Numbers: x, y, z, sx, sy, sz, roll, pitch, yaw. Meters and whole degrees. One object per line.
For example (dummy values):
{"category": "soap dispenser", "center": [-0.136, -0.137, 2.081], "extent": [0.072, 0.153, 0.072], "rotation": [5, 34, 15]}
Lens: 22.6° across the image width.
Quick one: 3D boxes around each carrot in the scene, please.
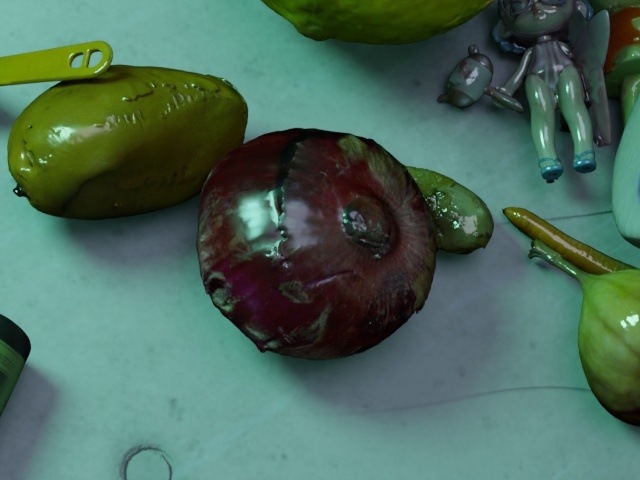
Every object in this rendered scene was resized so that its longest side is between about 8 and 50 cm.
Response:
{"category": "carrot", "center": [0.277, 0.014, 1.720], "extent": [0.190, 0.037, 0.037], "rotation": [29, 64, 3]}

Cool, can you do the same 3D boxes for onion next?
{"category": "onion", "center": [0.000, 0.000, 1.577], "extent": [0.246, 0.190, 0.246], "rotation": [11, 68, -28]}

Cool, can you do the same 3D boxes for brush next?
{"category": "brush", "center": [-0.320, -0.165, 1.580], "extent": [0.272, 0.013, 0.103], "rotation": [-4, 63, 25]}

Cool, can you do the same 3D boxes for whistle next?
{"category": "whistle", "center": [0.364, -0.218, 1.801], "extent": [0.131, 0.106, 0.288], "rotation": [4, 66, -5]}

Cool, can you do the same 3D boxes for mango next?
{"category": "mango", "center": [-0.189, -0.102, 1.586], "extent": [0.249, 0.156, 0.151], "rotation": [-13, 86, -22]}

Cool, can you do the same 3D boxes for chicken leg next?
{"category": "chicken leg", "center": [0.101, -0.043, 1.691], "extent": [0.178, 0.070, 0.093], "rotation": [41, 70, 14]}

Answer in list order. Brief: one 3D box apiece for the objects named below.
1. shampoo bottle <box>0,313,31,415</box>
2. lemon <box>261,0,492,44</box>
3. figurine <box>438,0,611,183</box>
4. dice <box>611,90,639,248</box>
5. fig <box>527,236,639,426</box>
{"category": "shampoo bottle", "center": [-0.362, 0.195, 1.455], "extent": [0.101, 0.101, 0.284], "rotation": [23, 64, -3]}
{"category": "lemon", "center": [0.048, -0.379, 1.668], "extent": [0.350, 0.350, 0.387], "rotation": [-17, 39, -19]}
{"category": "figurine", "center": [0.235, -0.183, 1.773], "extent": [0.205, 0.103, 0.260], "rotation": [-15, 69, 19]}
{"category": "dice", "center": [0.464, -0.078, 1.646], "extent": [0.259, 0.243, 0.251], "rotation": [20, 88, -16]}
{"category": "fig", "center": [0.305, 0.080, 1.637], "extent": [0.231, 0.160, 0.143], "rotation": [38, 25, 2]}
